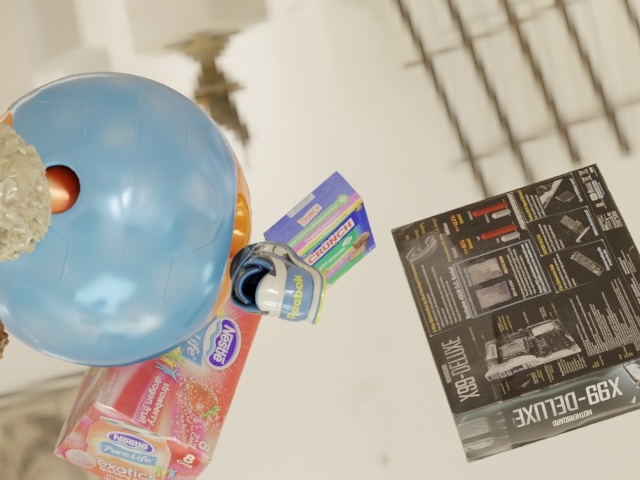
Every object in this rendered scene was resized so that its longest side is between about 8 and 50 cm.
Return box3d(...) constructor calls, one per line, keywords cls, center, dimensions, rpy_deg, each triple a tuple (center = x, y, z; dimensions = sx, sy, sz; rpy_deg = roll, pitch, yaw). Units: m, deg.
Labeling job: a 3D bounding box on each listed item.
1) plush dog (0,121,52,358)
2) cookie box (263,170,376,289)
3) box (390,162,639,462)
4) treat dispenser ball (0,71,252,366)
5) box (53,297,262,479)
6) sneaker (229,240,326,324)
box3d(cls="plush dog", center=(-0.313, 0.011, 1.239), dimensions=(0.262, 0.225, 0.210), rpy_deg=(-14, 146, 9))
box3d(cls="cookie box", center=(0.000, 0.000, 1.814), dimensions=(0.092, 0.040, 0.107), rpy_deg=(-41, 155, -10))
box3d(cls="box", center=(0.225, 0.070, 2.100), dimensions=(0.242, 0.307, 0.076), rpy_deg=(-18, 131, 1))
box3d(cls="treat dispenser ball", center=(-0.210, -0.020, 1.947), dimensions=(0.288, 0.288, 0.288), rpy_deg=(-12, 175, -1))
box3d(cls="box", center=(-0.172, 0.133, 2.303), dimensions=(0.154, 0.300, 0.142), rpy_deg=(29, 140, -11))
box3d(cls="sneaker", center=(-0.047, 0.030, 1.582), dimensions=(0.059, 0.053, 0.144), rpy_deg=(4, -173, -25))
